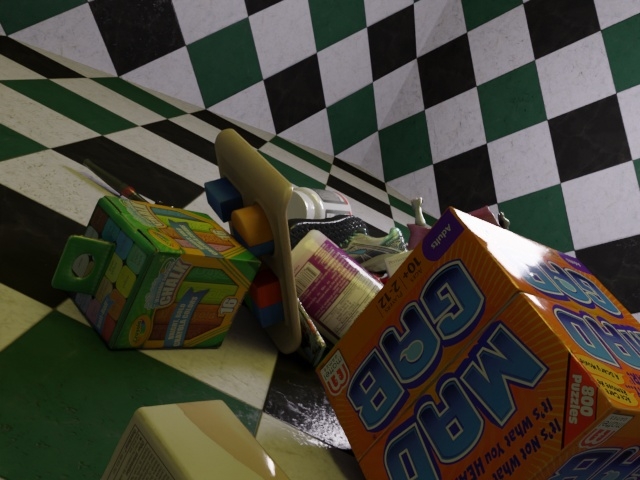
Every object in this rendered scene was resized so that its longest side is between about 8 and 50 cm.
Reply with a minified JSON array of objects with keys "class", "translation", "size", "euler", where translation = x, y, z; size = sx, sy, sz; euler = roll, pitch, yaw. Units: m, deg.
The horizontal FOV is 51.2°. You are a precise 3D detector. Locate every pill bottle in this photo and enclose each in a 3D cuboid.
[{"class":"pill bottle","translation":[-0.033,-0.079,2.026],"size":[0.161,0.161,0.283],"euler":[34,15,24]},{"class":"pill bottle","translation":[0.049,0.130,1.391],"size":[0.301,0.169,0.169],"euler":[40,15,1]}]

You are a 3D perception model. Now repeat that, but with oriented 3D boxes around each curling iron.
[{"class":"curling iron","translation":[-0.461,-0.117,1.613],"size":[0.274,0.035,0.068],"euler":[30,10,6]}]

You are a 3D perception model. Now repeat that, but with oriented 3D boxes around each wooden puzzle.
[{"class":"wooden puzzle","translation":[-0.140,0.002,1.270],"size":[0.080,0.348,0.322],"euler":[-14,34,-22]}]

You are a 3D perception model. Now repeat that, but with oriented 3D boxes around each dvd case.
[{"class":"dvd case","translation":[-0.032,0.169,1.260],"size":[0.013,0.087,0.119],"euler":[-23,65,-26]}]

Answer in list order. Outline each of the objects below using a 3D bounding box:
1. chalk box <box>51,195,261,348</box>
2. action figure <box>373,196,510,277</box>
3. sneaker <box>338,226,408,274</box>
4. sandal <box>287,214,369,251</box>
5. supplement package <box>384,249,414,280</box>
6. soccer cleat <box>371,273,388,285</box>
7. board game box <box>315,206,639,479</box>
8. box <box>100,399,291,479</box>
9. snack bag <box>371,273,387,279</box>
[{"class":"chalk box","translation":[-0.277,0.053,1.073],"size":[0.179,0.180,0.289],"euler":[38,18,35]},{"class":"action figure","translation":[0.313,0.045,1.791],"size":[0.248,0.370,0.276],"euler":[83,-18,-55]},{"class":"sneaker","translation":[0.086,0.037,1.707],"size":[0.282,0.122,0.110],"euler":[-10,-10,3]},{"class":"sandal","translation":[0.000,-0.002,1.847],"size":[0.107,0.168,0.445],"euler":[16,5,34]},{"class":"supplement package","translation":[0.248,0.151,1.519],"size":[0.134,0.139,0.244],"euler":[70,1,-58]},{"class":"soccer cleat","translation":[0.085,0.130,1.601],"size":[0.108,0.116,0.318],"euler":[37,16,31]},{"class":"board game box","translation":[0.281,0.230,1.002],"size":[0.356,0.357,0.356],"euler":[16,30,-39]},{"class":"box","translation":[-0.078,0.307,0.627],"size":[0.311,0.148,0.121],"euler":[40,18,35]},{"class":"snack bag","translation":[0.323,0.096,1.921],"size":[0.323,0.037,0.342],"euler":[-8,10,-9]}]
